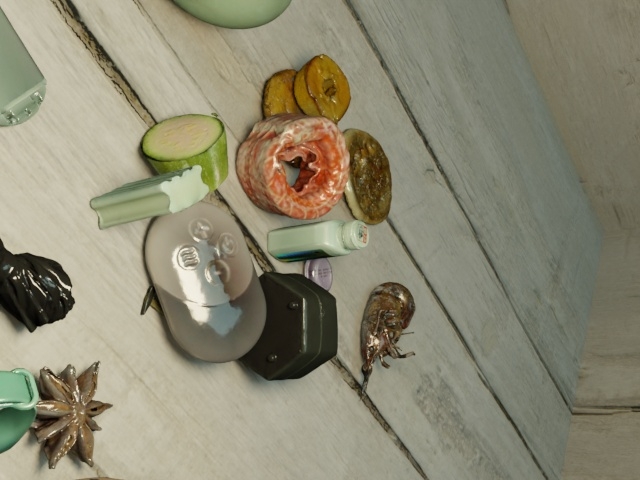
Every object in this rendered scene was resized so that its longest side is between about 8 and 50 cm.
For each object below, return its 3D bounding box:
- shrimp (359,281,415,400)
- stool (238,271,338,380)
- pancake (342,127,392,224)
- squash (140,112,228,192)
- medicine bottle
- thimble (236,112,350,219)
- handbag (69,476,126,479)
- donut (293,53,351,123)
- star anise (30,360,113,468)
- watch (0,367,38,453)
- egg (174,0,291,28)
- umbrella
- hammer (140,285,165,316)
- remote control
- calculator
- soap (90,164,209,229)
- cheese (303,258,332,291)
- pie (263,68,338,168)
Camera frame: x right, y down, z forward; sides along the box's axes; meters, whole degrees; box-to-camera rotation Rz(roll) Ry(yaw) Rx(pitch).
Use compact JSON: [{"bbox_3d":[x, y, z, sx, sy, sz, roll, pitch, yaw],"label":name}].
[{"bbox_3d":[0.166,0.260,2.251,0.145,0.116,0.343,32,57,-19],"label":"shrimp"},{"bbox_3d":[-0.079,0.182,1.831,0.141,0.232,0.232,8,77,-56],"label":"stool"},{"bbox_3d":[0.121,-0.173,2.337,0.282,0.049,0.282,15,72,-56],"label":"pancake"},{"bbox_3d":[-0.256,-0.169,1.710,0.170,0.170,0.123,-61,143,-41],"label":"squash"},{"bbox_3d":[0.000,0.000,1.967,0.121,0.229,0.083,17,71,-52],"label":"medicine bottle"},{"bbox_3d":[-0.056,-0.168,1.922,0.239,0.162,0.239,-11,110,-33],"label":"thimble"},{"bbox_3d":[-0.367,0.479,1.376,0.251,0.193,0.190,15,67,-54],"label":"handbag"},{"bbox_3d":[0.002,-0.362,2.083,0.162,0.065,0.178,60,37,-17],"label":"donut"},{"bbox_3d":[-0.422,0.295,1.454,0.182,0.065,0.195,-28,102,-58],"label":"star anise"},{"bbox_3d":[-0.511,0.256,1.208,0.195,0.237,0.068,93,-25,-57],"label":"watch"},{"bbox_3d":[-0.206,-0.591,1.758,0.389,0.276,0.276,32,58,-48],"label":"egg"},{"bbox_3d":[-0.525,0.021,1.339,0.340,0.118,0.118,46,48,-34],"label":"umbrella"},{"bbox_3d":[-0.284,0.167,1.716,0.199,0.013,0.062,46,48,-39],"label":"hammer"},{"bbox_3d":[-0.224,0.080,1.710,0.221,0.103,0.332,-20,92,-35],"label":"remote control"},{"bbox_3d":[-0.547,-0.306,1.414,0.246,0.045,0.141,63,39,-25],"label":"calculator"},{"bbox_3d":[-0.312,-0.078,1.568,0.114,0.198,0.063,-36,111,-49],"label":"soap"},{"bbox_3d":[-0.004,0.111,2.102,0.105,0.042,0.191,-3,87,-54],"label":"cheese"},{"bbox_3d":[-0.050,-0.296,2.098,0.273,0.069,0.273,18,69,-54],"label":"pie"}]
